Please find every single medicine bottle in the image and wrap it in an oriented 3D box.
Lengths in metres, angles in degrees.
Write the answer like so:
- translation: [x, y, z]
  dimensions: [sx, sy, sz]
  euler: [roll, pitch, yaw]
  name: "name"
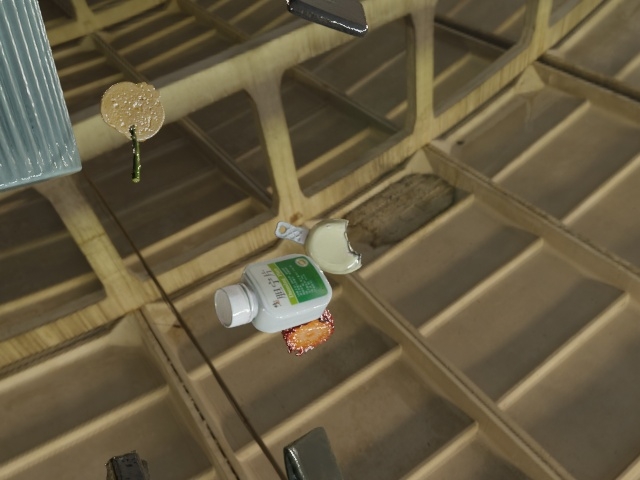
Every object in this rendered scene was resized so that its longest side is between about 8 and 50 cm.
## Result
- translation: [-0.079, 0.090, 0.900]
  dimensions: [0.183, 0.069, 0.119]
  euler: [-13, -124, -33]
  name: "medicine bottle"

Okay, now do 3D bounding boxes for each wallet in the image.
- translation: [-0.011, 0.513, 1.194]
  dimensions: [0.052, 0.245, 0.168]
  euler: [-24, -104, 14]
  name: "wallet"

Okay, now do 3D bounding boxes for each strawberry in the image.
- translation: [-0.036, 0.220, 1.383]
  dimensions: [0.145, 0.145, 0.086]
  euler: [-25, -124, -13]
  name: "strawberry"

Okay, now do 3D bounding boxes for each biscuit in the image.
- translation: [-0.513, -0.364, 1.491]
  dimensions: [0.170, 0.170, 0.050]
  euler: [-27, -157, -16]
  name: "biscuit"

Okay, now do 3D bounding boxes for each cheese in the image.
- translation: [-0.007, 0.019, 1.569]
  dimensions: [0.249, 0.071, 0.163]
  euler: [-3, -90, 4]
  name: "cheese"

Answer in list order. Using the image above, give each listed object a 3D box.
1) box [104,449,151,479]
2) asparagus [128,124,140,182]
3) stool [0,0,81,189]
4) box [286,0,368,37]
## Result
- translation: [-0.341, 0.639, 1.046]
  dimensions: [0.091, 0.359, 0.350]
  euler: [-9, -151, -30]
  name: "box"
- translation: [-0.320, -0.157, 0.929]
  dimensions: [0.016, 0.016, 0.162]
  euler: [-42, -134, 24]
  name: "asparagus"
- translation: [-0.594, -0.248, 0.936]
  dimensions: [0.297, 0.330, 0.297]
  euler: [-14, -167, 3]
  name: "stool"
- translation: [0.009, -0.351, 0.820]
  dimensions: [0.126, 0.027, 0.125]
  euler: [15, -141, -14]
  name: "box"
